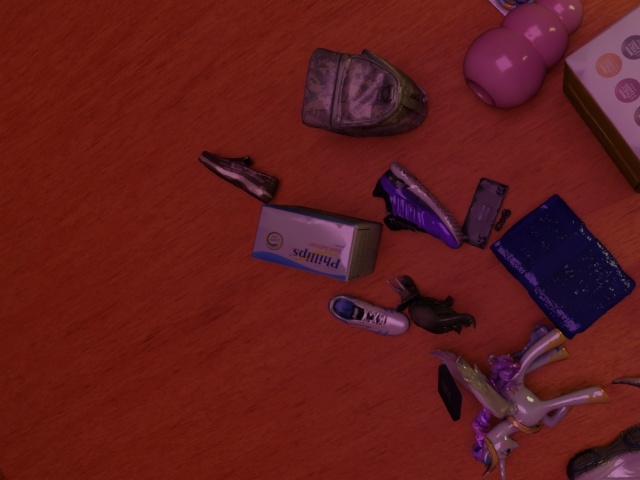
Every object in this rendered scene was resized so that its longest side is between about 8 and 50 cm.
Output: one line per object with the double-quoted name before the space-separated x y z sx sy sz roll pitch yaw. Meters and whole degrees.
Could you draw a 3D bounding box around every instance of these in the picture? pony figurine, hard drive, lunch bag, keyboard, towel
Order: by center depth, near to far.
"hard drive" 0.317 0.375 1.608 0.022 0.135 0.094 -20 52 -7
"pony figurine" 0.474 0.377 1.641 0.363 0.303 0.351 -36 89 0
"towel" 0.605 0.065 1.650 0.227 0.076 0.308 -38 77 -2
"lunch bag" 0.126 -0.371 1.702 0.255 0.305 0.213 15 98 21
"keyboard" 0.448 -0.067 1.746 0.108 0.023 0.180 23 99 23

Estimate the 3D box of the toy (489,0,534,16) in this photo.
"toy" 0.495 -0.672 1.699 0.137 0.056 0.237 -45 78 15

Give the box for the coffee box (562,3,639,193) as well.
"coffee box" 0.779 -0.337 1.465 0.334 0.338 0.338 -35 80 16

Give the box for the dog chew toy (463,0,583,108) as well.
"dog chew toy" 0.515 -0.490 1.628 0.206 0.206 0.332 44 96 12

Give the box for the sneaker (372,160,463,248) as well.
"sneaker" 0.254 -0.065 1.774 0.146 0.102 0.293 -46 73 17

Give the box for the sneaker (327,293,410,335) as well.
"sneaker" 0.130 0.212 1.822 0.237 0.086 0.085 15 94 16

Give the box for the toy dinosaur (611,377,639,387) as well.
"toy dinosaur" 0.869 0.343 1.599 0.268 0.064 0.118 15 102 20

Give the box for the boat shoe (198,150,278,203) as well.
"boat shoe" -0.237 -0.209 1.938 0.257 0.095 0.095 31 86 9

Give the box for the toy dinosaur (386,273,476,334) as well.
"toy dinosaur" 0.293 0.198 1.706 0.160 0.313 0.121 7 107 -19

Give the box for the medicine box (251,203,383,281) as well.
"medicine box" 0.000 0.000 1.751 0.263 0.289 0.149 13 95 17

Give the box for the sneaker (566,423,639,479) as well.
"sneaker" 0.770 0.555 1.625 0.297 0.111 0.129 -31 97 20
